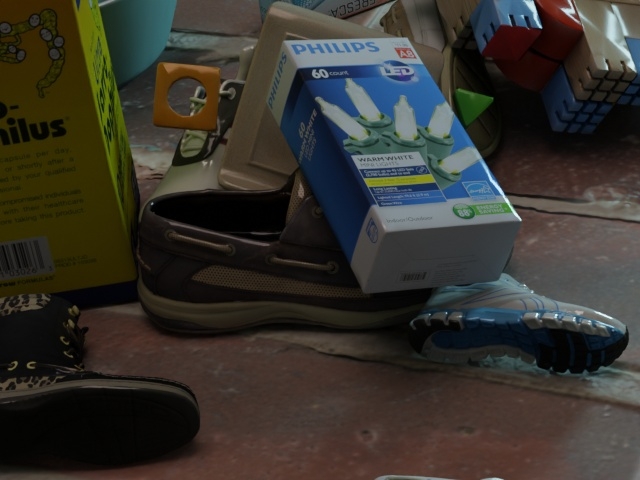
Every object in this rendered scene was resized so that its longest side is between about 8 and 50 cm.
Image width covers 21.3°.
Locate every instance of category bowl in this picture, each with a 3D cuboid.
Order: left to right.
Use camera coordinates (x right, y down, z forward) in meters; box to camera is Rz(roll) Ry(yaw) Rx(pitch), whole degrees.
[{"bbox_3d":[-0.298,-0.277,1.995,0.311,0.163,0.311,-4,40,3],"label":"bowl"}]

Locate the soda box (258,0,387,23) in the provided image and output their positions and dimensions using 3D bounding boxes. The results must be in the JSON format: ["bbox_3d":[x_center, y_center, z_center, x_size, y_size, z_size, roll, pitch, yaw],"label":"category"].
[{"bbox_3d":[0.016,-0.309,2.077,0.183,0.063,0.058,-24,37,-21],"label":"soda box"}]

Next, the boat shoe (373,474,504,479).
[{"bbox_3d":[0.124,0.209,1.272,0.226,0.083,0.076,7,38,23],"label":"boat shoe"}]

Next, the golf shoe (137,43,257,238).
[{"bbox_3d":[-0.112,-0.094,1.726,0.105,0.120,0.273,-5,29,36],"label":"golf shoe"}]

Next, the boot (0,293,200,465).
[{"bbox_3d":[-0.214,0.112,1.489,0.236,0.085,0.178,-4,32,7],"label":"boot"}]

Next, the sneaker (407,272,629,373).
[{"bbox_3d":[0.175,0.062,1.480,0.191,0.071,0.083,5,45,18],"label":"sneaker"}]

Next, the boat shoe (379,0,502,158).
[{"bbox_3d":[0.123,-0.172,1.828,0.103,0.113,0.302,-25,34,21],"label":"boat shoe"}]

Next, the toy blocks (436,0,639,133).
[{"bbox_3d":[0.277,-0.229,1.780,0.381,0.191,0.261,3,55,-24],"label":"toy blocks"}]

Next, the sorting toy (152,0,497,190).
[{"bbox_3d":[0.008,-0.119,1.671,0.348,0.196,0.047,17,-5,-2],"label":"sorting toy"}]

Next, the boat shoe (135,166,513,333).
[{"bbox_3d":[0.000,0.000,1.565,0.355,0.130,0.132,-8,34,1],"label":"boat shoe"}]

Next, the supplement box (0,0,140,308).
[{"bbox_3d":[-0.294,-0.125,1.611,0.195,0.356,0.194,-9,34,0],"label":"supplement box"}]

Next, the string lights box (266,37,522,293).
[{"bbox_3d":[0.059,-0.072,1.514,0.133,0.076,0.259,-5,45,-24],"label":"string lights box"}]
